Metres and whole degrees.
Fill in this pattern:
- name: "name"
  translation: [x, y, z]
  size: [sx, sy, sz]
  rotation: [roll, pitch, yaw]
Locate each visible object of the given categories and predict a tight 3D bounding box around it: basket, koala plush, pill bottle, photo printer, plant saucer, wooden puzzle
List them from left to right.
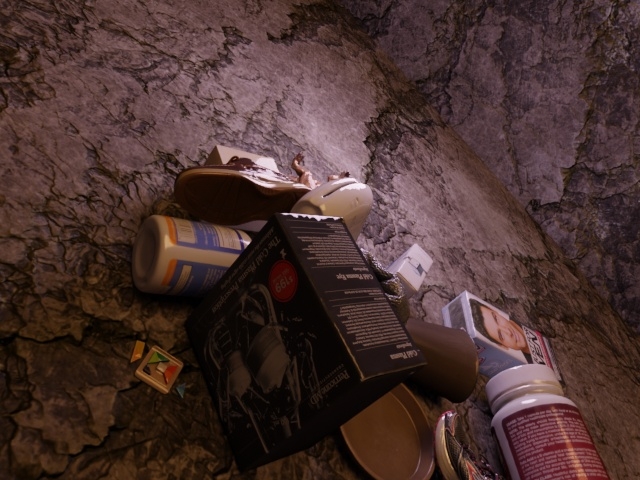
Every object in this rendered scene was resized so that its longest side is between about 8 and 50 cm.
- name: "wooden puzzle"
  translation: [-0.287, 0.228, 0.950]
  size: [0.116, 0.014, 0.079]
  rotation: [33, 35, -15]
- name: "pill bottle"
  translation: [-0.229, 0.044, 1.092]
  size: [0.272, 0.152, 0.152]
  rotation: [12, 44, -39]
- name: "photo printer"
  translation: [0.000, 0.000, 1.232]
  size: [0.107, 0.308, 0.256]
  rotation: [34, 31, 19]
- name: "koala plush"
  translation: [0.072, 0.160, 1.208]
  size: [0.203, 0.196, 0.221]
  rotation: [34, 37, 28]
- name: "plant saucer"
  translation: [0.137, 0.407, 1.161]
  size: [0.277, 0.041, 0.278]
  rotation: [28, 35, -22]
- name: "basket"
  translation: [0.255, 0.281, 1.332]
  size: [0.226, 0.154, 0.204]
  rotation: [22, 40, -22]
- name: "pill bottle"
  translation: [0.551, 0.520, 1.294]
  size: [0.224, 0.224, 0.392]
  rotation: [23, 39, -27]

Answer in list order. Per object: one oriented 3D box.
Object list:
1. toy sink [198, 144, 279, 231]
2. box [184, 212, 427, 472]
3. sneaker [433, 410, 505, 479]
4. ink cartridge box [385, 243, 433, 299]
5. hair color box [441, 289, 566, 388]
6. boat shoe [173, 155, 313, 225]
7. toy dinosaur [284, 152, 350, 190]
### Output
- name: "toy sink"
  translation: [-0.180, -0.124, 1.330]
  size: [0.234, 0.153, 0.131]
  rotation: [8, 46, -40]
- name: "box"
  translation: [-0.047, 0.179, 0.953]
  size: [0.178, 0.343, 0.313]
  rotation: [1, 51, -47]
- name: "sneaker"
  translation: [0.338, 0.516, 1.152]
  size: [0.120, 0.112, 0.299]
  rotation: [23, 41, -50]
- name: "ink cartridge box"
  translation: [0.222, 0.110, 1.491]
  size: [0.082, 0.139, 0.191]
  rotation: [44, 34, -1]
- name: "hair color box"
  translation: [0.553, 0.323, 1.616]
  size: [0.374, 0.113, 0.185]
  rotation: [28, 36, -19]
- name: "boat shoe"
  translation: [-0.169, -0.115, 1.146]
  size: [0.342, 0.123, 0.123]
  rotation: [-1, 38, -42]
- name: "toy dinosaur"
  translation: [-0.020, -0.125, 1.531]
  size: [0.295, 0.127, 0.200]
  rotation: [21, 45, -20]
